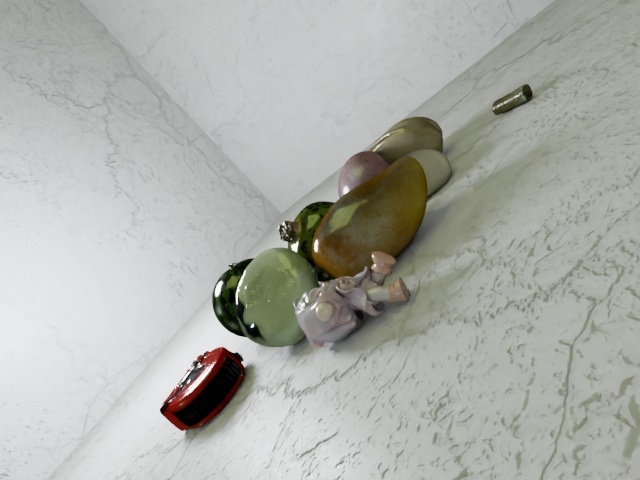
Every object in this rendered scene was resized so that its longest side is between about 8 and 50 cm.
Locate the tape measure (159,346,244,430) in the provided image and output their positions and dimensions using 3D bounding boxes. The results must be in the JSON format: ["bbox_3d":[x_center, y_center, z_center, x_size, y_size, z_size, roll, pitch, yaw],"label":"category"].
[{"bbox_3d":[-0.339,0.426,1.285,0.260,0.114,0.253,-34,15,39],"label":"tape measure"}]

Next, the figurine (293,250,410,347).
[{"bbox_3d":[0.060,0.135,0.947,0.275,0.133,0.200,-33,3,25],"label":"figurine"}]

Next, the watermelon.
[{"bbox_3d":[-0.229,0.188,1.431,0.269,0.269,0.269,-41,12,10],"label":"watermelon"}]

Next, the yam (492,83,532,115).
[{"bbox_3d":[0.603,-0.440,1.358,0.054,0.054,0.132,-47,11,-19],"label":"yam"}]

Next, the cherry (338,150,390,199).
[{"bbox_3d":[0.153,-0.202,1.530,0.205,0.240,0.239,-24,7,-14],"label":"cherry"}]

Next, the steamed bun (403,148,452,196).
[{"bbox_3d":[0.290,-0.198,1.352,0.228,0.131,0.177,-38,13,15],"label":"steamed bun"}]

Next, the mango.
[{"bbox_3d":[0.136,-0.052,1.130,0.384,0.199,0.221,-51,46,-1],"label":"mango"}]

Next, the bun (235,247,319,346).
[{"bbox_3d":[-0.102,0.165,1.218,0.283,0.179,0.284,-15,64,33],"label":"bun"}]

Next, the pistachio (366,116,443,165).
[{"bbox_3d":[0.305,-0.336,1.610,0.331,0.226,0.208,-14,70,50],"label":"pistachio"}]

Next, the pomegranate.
[{"bbox_3d":[0.000,0.000,1.327,0.254,0.270,0.255,-34,51,57],"label":"pomegranate"}]
